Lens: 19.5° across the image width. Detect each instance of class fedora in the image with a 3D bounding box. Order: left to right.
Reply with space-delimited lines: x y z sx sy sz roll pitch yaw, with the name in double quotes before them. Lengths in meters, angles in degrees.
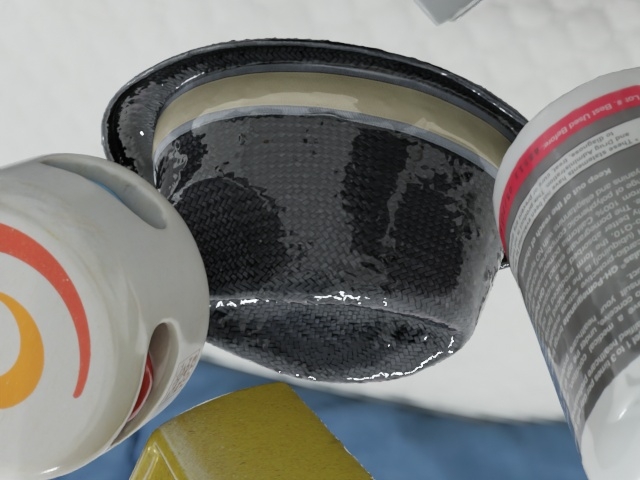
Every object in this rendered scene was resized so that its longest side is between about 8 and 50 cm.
"fedora" 0.000 0.000 1.279 0.334 0.152 0.334 8 150 5

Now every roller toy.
"roller toy" -0.173 0.047 1.180 0.191 0.146 0.209 -16 95 23

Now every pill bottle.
"pill bottle" 0.216 0.061 1.041 0.176 0.318 0.176 -7 133 -7

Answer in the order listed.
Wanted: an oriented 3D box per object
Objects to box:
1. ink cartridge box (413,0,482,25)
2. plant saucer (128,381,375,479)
"ink cartridge box" 0.079 -0.349 1.364 0.223 0.129 0.307 -37 101 29
"plant saucer" -0.088 0.249 1.029 0.081 0.333 0.333 25 -177 -17
